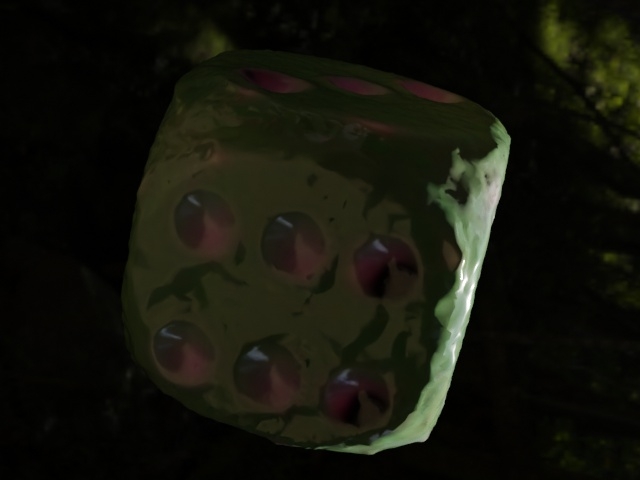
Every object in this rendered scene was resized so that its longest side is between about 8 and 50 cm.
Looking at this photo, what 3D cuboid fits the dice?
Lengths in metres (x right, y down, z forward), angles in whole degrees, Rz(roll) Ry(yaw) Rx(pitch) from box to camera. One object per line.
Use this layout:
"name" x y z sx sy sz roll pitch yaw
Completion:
"dice" 0.000 0.000 1.223 0.330 0.322 0.318 -53 157 -70
